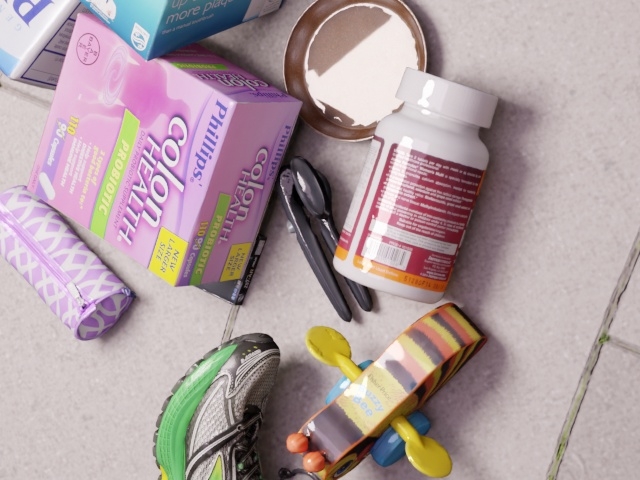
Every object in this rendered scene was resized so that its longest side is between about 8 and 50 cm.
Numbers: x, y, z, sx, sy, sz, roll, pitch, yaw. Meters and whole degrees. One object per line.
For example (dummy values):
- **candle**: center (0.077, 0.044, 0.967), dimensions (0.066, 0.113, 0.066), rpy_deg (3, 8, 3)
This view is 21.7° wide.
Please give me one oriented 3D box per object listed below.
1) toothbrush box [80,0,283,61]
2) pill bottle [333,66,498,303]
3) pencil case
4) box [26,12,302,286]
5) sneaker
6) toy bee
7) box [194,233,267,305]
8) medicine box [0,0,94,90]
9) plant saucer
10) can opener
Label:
- **toothbrush box**: center (-0.106, -0.356, 1.696), dimensions (0.126, 0.216, 0.295), rpy_deg (42, 133, 20)
- **pill bottle**: center (0.100, -0.057, 1.700), dimensions (0.121, 0.121, 0.221), rpy_deg (21, 97, 24)
- **pencil case**: center (-0.306, 0.026, 1.906), dimensions (0.206, 0.088, 0.086), rpy_deg (43, 103, 21)
- **box**: center (-0.173, -0.101, 1.797), dimensions (0.243, 0.117, 0.213), rpy_deg (31, 112, 30)
- **sneaker**: center (-0.095, 0.260, 1.774), dimensions (0.146, 0.134, 0.343), rpy_deg (23, 106, 31)
- **toy bee**: center (0.045, 0.193, 1.696), dimensions (0.195, 0.162, 0.298), rpy_deg (24, 98, 22)
- **box**: center (-0.104, 0.022, 1.849), dimensions (0.067, 0.018, 0.083), rpy_deg (25, 99, 23)
- **medicine box**: center (-0.302, -0.361, 1.886), dimensions (0.263, 0.149, 0.289), rpy_deg (47, 106, 19)
- **plant saucer**: center (0.040, -0.188, 1.785), dimensions (0.168, 0.029, 0.168), rpy_deg (-1, 87, 26)
- **can opener**: center (0.000, 0.000, 1.782), dimensions (0.059, 0.073, 0.186), rpy_deg (-22, 88, 15)
